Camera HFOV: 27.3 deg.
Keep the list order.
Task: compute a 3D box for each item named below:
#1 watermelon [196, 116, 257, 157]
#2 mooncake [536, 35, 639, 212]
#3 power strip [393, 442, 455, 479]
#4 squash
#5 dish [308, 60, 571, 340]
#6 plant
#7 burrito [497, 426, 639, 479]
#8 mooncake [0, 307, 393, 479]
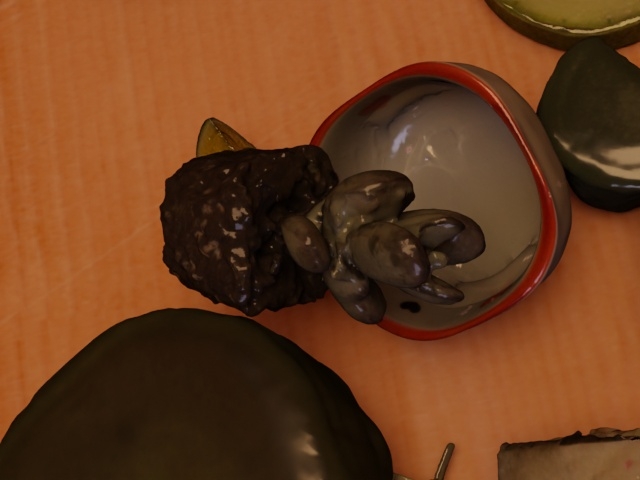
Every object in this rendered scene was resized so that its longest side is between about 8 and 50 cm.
[{"bbox_3d":[-0.068,-0.028,1.288,0.075,0.092,0.181,-39,82,10],"label":"watermelon"},{"bbox_3d":[0.287,-0.108,1.225,0.168,0.104,0.175,-28,69,7],"label":"mooncake"},{"bbox_3d":[0.075,0.310,1.191,0.092,0.034,0.268,18,79,17],"label":"power strip"},{"bbox_3d":[0.266,-0.314,1.314,0.252,0.049,0.252,-3,74,12],"label":"squash"},{"bbox_3d":[0.119,-0.042,1.209,0.256,0.117,0.256,9,107,31],"label":"dish"},{"bbox_3d":[-0.002,0.001,1.130,0.274,0.146,0.149,8,117,29],"label":"plant"},{"bbox_3d":[0.232,0.324,1.094,0.190,0.135,0.332,-8,75,43],"label":"burrito"},{"bbox_3d":[-0.109,0.242,1.157,0.356,0.194,0.356,-7,68,17],"label":"mooncake"}]
